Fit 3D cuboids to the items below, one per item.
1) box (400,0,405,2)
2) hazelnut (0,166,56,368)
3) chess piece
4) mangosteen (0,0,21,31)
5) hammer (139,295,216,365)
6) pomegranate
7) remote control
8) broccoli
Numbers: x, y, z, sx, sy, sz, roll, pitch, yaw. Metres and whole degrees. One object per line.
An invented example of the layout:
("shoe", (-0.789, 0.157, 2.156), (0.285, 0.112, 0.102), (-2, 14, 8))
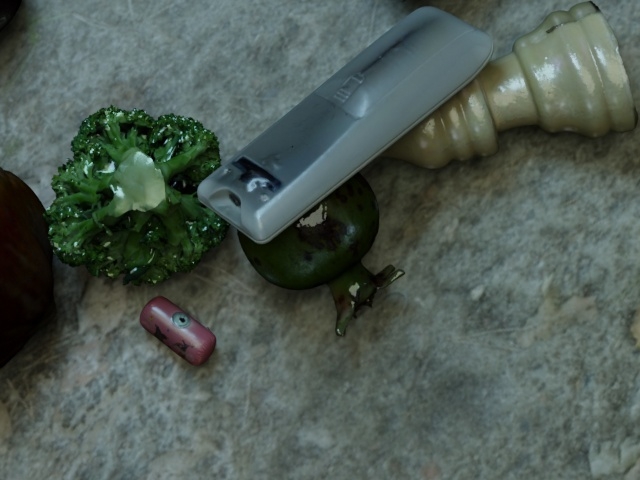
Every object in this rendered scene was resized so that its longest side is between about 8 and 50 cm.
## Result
("box", (0.058, -0.404, 1.657), (0.180, 0.047, 0.325), (-27, 74, -36))
("hazelnut", (-0.362, 0.032, 1.559), (0.229, 0.229, 0.229), (-1, 78, 3))
("chess piece", (0.148, -0.133, 1.603), (0.307, 0.124, 0.139), (-17, 90, 3))
("mangosteen", (-0.405, -0.253, 1.638), (0.192, 0.192, 0.217), (31, 120, 9))
("hammer", (-0.143, 0.090, 1.603), (0.083, 0.043, 0.043), (37, 82, 11))
("pomegranate", (0.001, -0.003, 1.570), (0.169, 0.148, 0.148), (43, 83, 4))
("remote control", (0.023, -0.124, 1.529), (0.313, 0.055, 0.109), (-39, 47, -17))
("broccoli", (-0.180, -0.045, 1.578), (0.195, 0.156, 0.195), (0, 85, 6))
